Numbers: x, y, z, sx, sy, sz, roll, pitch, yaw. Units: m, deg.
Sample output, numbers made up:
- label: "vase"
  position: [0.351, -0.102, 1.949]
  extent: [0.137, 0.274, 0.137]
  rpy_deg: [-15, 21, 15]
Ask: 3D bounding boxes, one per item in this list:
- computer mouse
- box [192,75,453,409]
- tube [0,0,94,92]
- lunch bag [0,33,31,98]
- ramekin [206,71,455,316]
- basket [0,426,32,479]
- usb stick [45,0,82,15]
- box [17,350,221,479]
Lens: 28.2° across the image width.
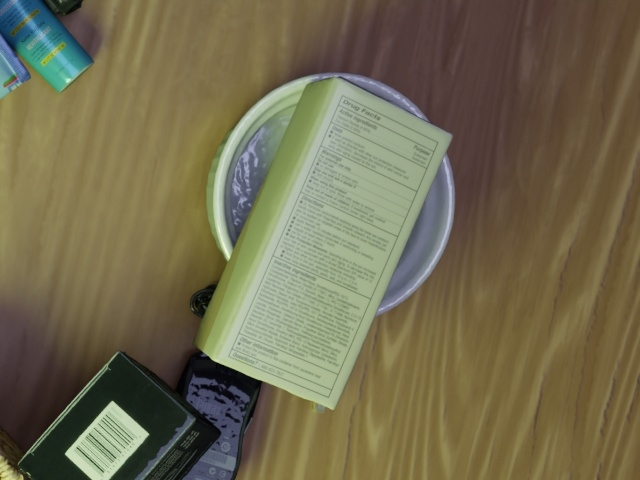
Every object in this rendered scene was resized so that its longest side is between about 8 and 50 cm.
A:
- label: "computer mouse"
  position: [-0.087, 0.194, 1.480]
  extent: [0.184, 0.060, 0.262]
  rpy_deg: [14, 79, -9]
- label: "box"
  position: [0.000, 0.000, 1.320]
  extent: [0.148, 0.121, 0.311]
  rpy_deg: [26, 86, -16]
- label: "tube"
  position: [-0.337, -0.254, 1.387]
  extent: [0.080, 0.052, 0.207]
  rpy_deg: [-44, 99, -5]
- label: "lunch bag"
  position: [-0.473, -0.229, 1.272]
  extent: [0.221, 0.138, 0.293]
  rpy_deg: [-37, 115, -12]
- label: "ramekin"
  position: [0.001, -0.048, 1.452]
  extent: [0.277, 0.135, 0.277]
  rpy_deg: [-1, 93, -16]
- label: "basket"
  position: [-0.395, 0.288, 1.311]
  extent: [0.213, 0.223, 0.299]
  rpy_deg: [-39, 104, -11]
- label: "usb stick"
  position: [-0.350, -0.358, 1.361]
  extent: [0.045, 0.077, 0.278]
  rpy_deg: [-35, 104, 16]
- label: "box"
  position: [-0.202, 0.216, 1.325]
  extent: [0.108, 0.207, 0.153]
  rpy_deg: [40, 81, 10]
